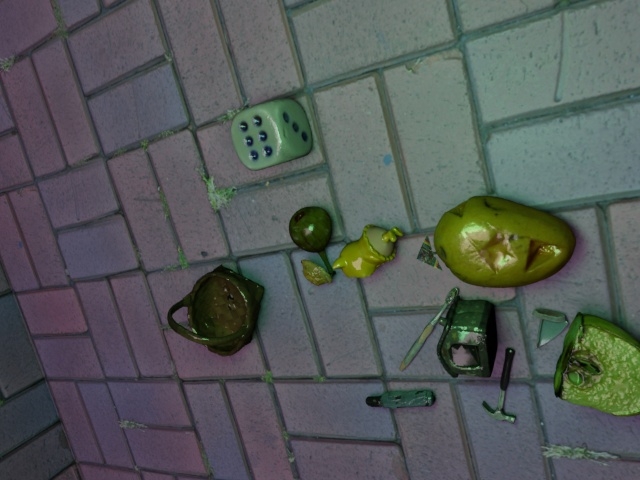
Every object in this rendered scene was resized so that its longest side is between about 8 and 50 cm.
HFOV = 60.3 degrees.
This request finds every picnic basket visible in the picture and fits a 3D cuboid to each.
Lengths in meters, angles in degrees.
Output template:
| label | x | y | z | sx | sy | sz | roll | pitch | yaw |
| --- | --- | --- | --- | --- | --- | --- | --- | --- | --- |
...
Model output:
| label | x | y | z | sx | sy | sz | roll | pitch | yaw |
| --- | --- | --- | --- | --- | --- | --- | --- | --- | --- |
| picnic basket | -0.392 | 0.281 | 2.002 | 0.293 | 0.337 | 0.336 | 25 | 117 | 21 |

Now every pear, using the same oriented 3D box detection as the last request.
| label | x | y | z | sx | sy | sz | roll | pitch | yaw |
| --- | --- | --- | --- | --- | --- | --- | --- | --- | --- |
| pear | 0.773 | 0.325 | 1.452 | 0.256 | 0.164 | 0.238 | 14 | 102 | 20 |

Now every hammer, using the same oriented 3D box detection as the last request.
| label | x | y | z | sx | sy | sz | roll | pitch | yaw |
| --- | --- | --- | --- | --- | --- | --- | --- | --- | --- |
| hammer | 0.556 | 0.439 | 1.686 | 0.103 | 0.029 | 0.246 | 10 | 109 | 26 |

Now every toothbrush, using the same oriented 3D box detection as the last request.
| label | x | y | z | sx | sy | sz | roll | pitch | yaw |
| --- | --- | --- | --- | --- | --- | --- | --- | --- | --- |
| toothbrush | 0.340 | 0.291 | 1.758 | 0.028 | 0.037 | 0.375 | 37 | 123 | 18 |

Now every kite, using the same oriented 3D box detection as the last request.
| label | x | y | z | sx | sy | sz | roll | pitch | yaw |
| --- | --- | --- | --- | --- | --- | --- | --- | --- | --- |
| kite | 0.334 | 0.043 | 1.694 | 0.090 | 0.004 | 0.122 | -15 | 98 | 33 |

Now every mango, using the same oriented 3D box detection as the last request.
| label | x | y | z | sx | sy | sz | roll | pitch | yaw |
| --- | --- | --- | --- | --- | --- | --- | --- | --- | --- |
| mango | 0.494 | 0.004 | 1.501 | 0.365 | 0.182 | 0.252 | 2 | 104 | 18 |

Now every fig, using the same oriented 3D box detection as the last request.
| label | x | y | z | sx | sy | sz | roll | pitch | yaw |
| --- | --- | --- | --- | --- | --- | --- | --- | --- | --- |
| fig | 0.000 | 0.000 | 1.826 | 0.152 | 0.151 | 0.259 | -9 | 135 | 32 |

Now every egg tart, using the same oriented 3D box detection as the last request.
| label | x | y | z | sx | sy | sz | roll | pitch | yaw |
| --- | --- | --- | --- | --- | --- | --- | --- | --- | --- |
| egg tart | -0.020 | 0.113 | 1.854 | 0.129 | 0.049 | 0.128 | 34 | 164 | 11 |

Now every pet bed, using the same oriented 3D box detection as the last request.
| label | x | y | z | sx | sy | sz | roll | pitch | yaw |
| --- | --- | --- | --- | --- | --- | --- | --- | --- | --- |
| pet bed | 0.416 | 0.277 | 1.596 | 0.160 | 0.211 | 0.183 | -2 | 112 | 26 |

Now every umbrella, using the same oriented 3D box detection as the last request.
| label | x | y | z | sx | sy | sz | roll | pitch | yaw |
| --- | --- | --- | --- | --- | --- | --- | --- | --- | --- |
| umbrella | 0.267 | 0.538 | 1.866 | 0.251 | 0.052 | 0.053 | -11 | 101 | 31 |

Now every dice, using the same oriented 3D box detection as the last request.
| label | x | y | z | sx | sy | sz | roll | pitch | yaw |
| --- | --- | --- | --- | --- | --- | --- | --- | --- | --- |
| dice | -0.153 | -0.333 | 1.739 | 0.194 | 0.192 | 0.193 | -9 | 100 | 33 |

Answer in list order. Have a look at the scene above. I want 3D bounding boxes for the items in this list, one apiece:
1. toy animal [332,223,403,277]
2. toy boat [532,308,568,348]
| label | x | y | z | sx | sy | sz | roll | pitch | yaw |
| --- | --- | --- | --- | --- | --- | --- | --- | --- | --- |
| toy animal | 0.150 | 0.030 | 1.711 | 0.230 | 0.156 | 0.156 | -34 | 88 | 32 |
| toy boat | 0.650 | 0.256 | 1.575 | 0.096 | 0.034 | 0.122 | 10 | 119 | 27 |
